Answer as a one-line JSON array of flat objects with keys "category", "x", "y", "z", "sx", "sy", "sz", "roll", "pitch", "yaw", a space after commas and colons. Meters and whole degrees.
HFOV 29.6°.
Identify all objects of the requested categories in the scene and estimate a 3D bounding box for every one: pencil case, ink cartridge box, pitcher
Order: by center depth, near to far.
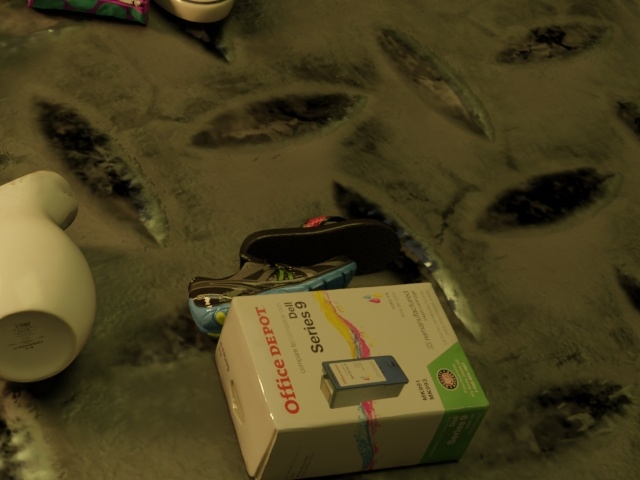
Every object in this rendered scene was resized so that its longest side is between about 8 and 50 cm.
[{"category": "pitcher", "x": -0.296, "y": 0.036, "z": 1.093, "sx": 0.177, "sy": 0.125, "sz": 0.207, "roll": -16, "pitch": 39, "yaw": -7}, {"category": "ink cartridge box", "x": 0.025, "y": 0.129, "z": 1.125, "sx": 0.212, "sy": 0.093, "sz": 0.154, "roll": -3, "pitch": 48, "yaw": -21}, {"category": "pencil case", "x": -0.282, "y": -0.306, "z": 1.477, "sx": 0.151, "sy": 0.064, "sz": 0.070, "roll": 5, "pitch": 19, "yaw": -15}]

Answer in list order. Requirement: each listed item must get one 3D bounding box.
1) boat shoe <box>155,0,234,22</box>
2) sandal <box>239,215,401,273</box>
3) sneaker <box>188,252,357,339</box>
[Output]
[{"category": "boat shoe", "x": -0.181, "y": -0.444, "z": 1.565, "sx": 0.127, "sy": 0.158, "sz": 0.340, "roll": -7, "pitch": 52, "yaw": -19}, {"category": "sandal", "x": 0.000, "y": 0.000, "z": 1.272, "sx": 0.179, "sy": 0.067, "sz": 0.040, "roll": -2, "pitch": 35, "yaw": -19}, {"category": "sneaker", "x": -0.045, "y": 0.040, "z": 1.207, "sx": 0.188, "sy": 0.067, "sz": 0.078, "roll": -14, "pitch": 58, "yaw": -28}]
